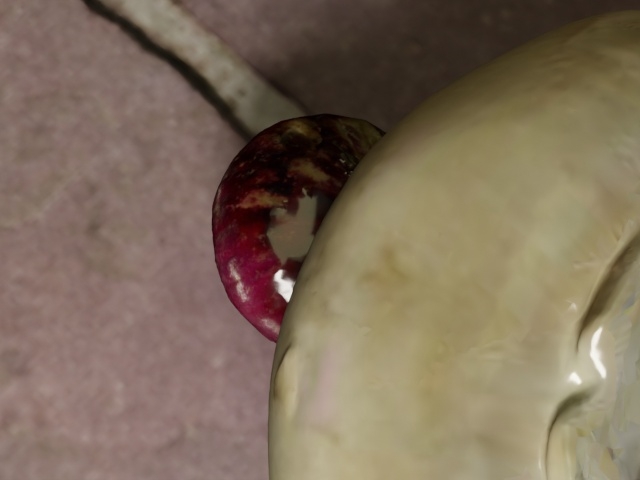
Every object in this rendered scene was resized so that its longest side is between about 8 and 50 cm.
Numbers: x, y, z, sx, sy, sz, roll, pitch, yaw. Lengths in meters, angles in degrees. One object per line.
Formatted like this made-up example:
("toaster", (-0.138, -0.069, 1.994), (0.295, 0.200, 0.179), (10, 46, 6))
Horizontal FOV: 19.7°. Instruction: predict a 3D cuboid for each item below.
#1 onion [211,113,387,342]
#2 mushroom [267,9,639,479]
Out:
("onion", (0.000, 0.000, 0.791), (0.107, 0.097, 0.107), (13, 66, -31))
("mushroom", (0.151, 0.055, 0.639), (0.314, 0.336, 0.314), (4, 80, -24))
